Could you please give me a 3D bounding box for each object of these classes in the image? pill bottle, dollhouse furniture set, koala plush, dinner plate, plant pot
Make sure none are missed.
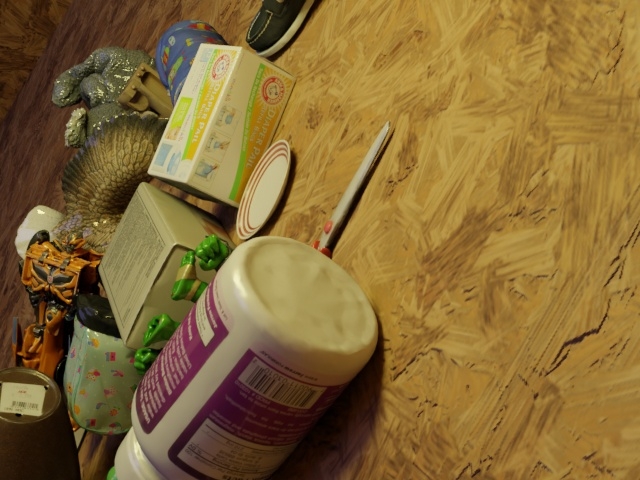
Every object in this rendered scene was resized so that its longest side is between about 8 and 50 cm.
[{"bbox_3d":[-0.086,0.152,1.308,0.301,0.169,0.169,-52,26,31],"label":"pill bottle"},{"bbox_3d":[-0.249,-0.221,2.133,0.123,0.144,0.151,-34,24,48],"label":"dollhouse furniture set"},{"bbox_3d":[-0.382,-0.223,2.362,0.203,0.196,0.221,-35,33,37],"label":"koala plush"},{"bbox_3d":[-0.071,-0.064,1.697,0.141,0.017,0.141,-48,28,36],"label":"dinner plate"},{"bbox_3d":[-0.426,0.295,1.807,0.215,0.215,0.230,-96,18,-52],"label":"plant pot"}]

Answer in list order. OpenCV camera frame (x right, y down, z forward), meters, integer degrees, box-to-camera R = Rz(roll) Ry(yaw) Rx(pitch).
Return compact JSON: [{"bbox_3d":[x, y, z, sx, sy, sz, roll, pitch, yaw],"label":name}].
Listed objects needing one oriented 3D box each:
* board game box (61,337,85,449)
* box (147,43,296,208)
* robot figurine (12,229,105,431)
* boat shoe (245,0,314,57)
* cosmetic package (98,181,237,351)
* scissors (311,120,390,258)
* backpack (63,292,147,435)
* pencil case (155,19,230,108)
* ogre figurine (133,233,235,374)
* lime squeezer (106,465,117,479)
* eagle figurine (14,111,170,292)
[{"bbox_3d":[-0.460,0.300,2.165,0.318,0.066,0.318,-68,22,-3],"label":"board game box"},{"bbox_3d":[-0.136,-0.160,1.795,0.114,0.103,0.203,15,81,53],"label":"box"},{"bbox_3d":[-0.378,0.127,1.929,0.211,0.085,0.290,16,111,27],"label":"robot figurine"},{"bbox_3d":[-0.038,-0.379,1.837,0.302,0.091,0.114,-47,28,39],"label":"boat shoe"},{"bbox_3d":[-0.194,0.046,1.720,0.153,0.129,0.296,-61,22,10],"label":"cosmetic package"},{"bbox_3d":[0.000,0.000,1.460,0.297,0.021,0.109,-69,20,-1],"label":"scissors"},{"bbox_3d":[-0.295,0.177,1.811,0.115,0.152,0.182,-126,51,-71],"label":"backpack"},{"bbox_3d":[-0.185,-0.249,2.008,0.133,0.119,0.306,-57,23,11],"label":"pencil case"},{"bbox_3d":[-0.132,0.095,1.541,0.197,0.118,0.097,-64,17,3],"label":"ogre figurine"},{"bbox_3d":[-0.298,0.319,1.740,0.310,0.110,0.059,-32,9,4],"label":"lime squeezer"},{"bbox_3d":[-0.312,-0.039,2.011,0.225,0.226,0.298,-56,8,-33],"label":"eagle figurine"}]
